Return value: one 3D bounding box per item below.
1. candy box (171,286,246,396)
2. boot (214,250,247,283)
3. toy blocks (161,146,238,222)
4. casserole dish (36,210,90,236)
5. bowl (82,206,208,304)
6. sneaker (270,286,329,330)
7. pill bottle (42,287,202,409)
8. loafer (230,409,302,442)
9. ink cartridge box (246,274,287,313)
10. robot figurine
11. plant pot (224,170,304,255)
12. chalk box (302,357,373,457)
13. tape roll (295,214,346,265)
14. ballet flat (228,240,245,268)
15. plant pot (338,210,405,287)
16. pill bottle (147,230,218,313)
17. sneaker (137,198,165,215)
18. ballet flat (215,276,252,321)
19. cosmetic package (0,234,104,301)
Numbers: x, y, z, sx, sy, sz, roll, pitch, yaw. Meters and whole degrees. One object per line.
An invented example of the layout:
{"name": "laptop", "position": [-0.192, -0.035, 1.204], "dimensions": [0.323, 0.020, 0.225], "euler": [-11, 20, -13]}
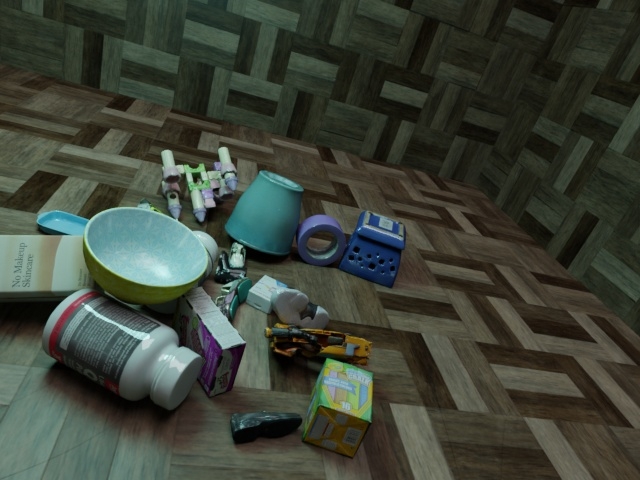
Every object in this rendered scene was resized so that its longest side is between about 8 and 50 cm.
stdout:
{"name": "candy box", "position": [-0.291, 0.249, 1.155], "dimensions": [0.071, 0.159, 0.233], "euler": [-5, 35, -42]}
{"name": "boot", "position": [-0.294, 0.095, 1.531], "dimensions": [0.099, 0.045, 0.121], "euler": [8, 59, -4]}
{"name": "toy blocks", "position": [-0.485, -0.180, 1.842], "dimensions": [0.289, 0.309, 0.260], "euler": [-9, 69, -25]}
{"name": "casserole dish", "position": [-0.825, -0.043, 1.498], "dimensions": [0.188, 0.037, 0.114], "euler": [19, 26, -3]}
{"name": "bowl", "position": [-0.442, 0.066, 1.132], "dimensions": [0.289, 0.156, 0.289], "euler": [24, 28, -14]}
{"name": "sneaker", "position": [-0.094, 0.194, 1.390], "dimensions": [0.153, 0.101, 0.268], "euler": [27, -9, 41]}
{"name": "pill bottle", "position": [-0.438, 0.249, 1.037], "dimensions": [0.319, 0.176, 0.176], "euler": [24, 27, 10]}
{"name": "loafer", "position": [-0.124, 0.415, 1.059], "dimensions": [0.170, 0.062, 0.061], "euler": [6, 24, -27]}
{"name": "ink cartridge box", "position": [-0.174, 0.175, 1.492], "dimensions": [0.089, 0.052, 0.122], "euler": [24, 28, 10]}
{"name": "robot figurine", "position": [-0.015, 0.289, 1.275], "dimensions": [0.291, 0.085, 0.211], "euler": [9, -15, -6]}
{"name": "plant pot", "position": [-0.194, -0.118, 1.750], "dimensions": [0.272, 0.255, 0.271], "euler": [22, 14, -6]}
{"name": "chalk box", "position": [0.048, 0.392, 1.136], "dimensions": [0.132, 0.132, 0.213], "euler": [18, 25, -2]}
{"name": "tape roll", "position": [0.000, 0.000, 1.788], "dimensions": [0.189, 0.189, 0.080], "euler": [11, 27, -16]}
{"name": "ballet flat", "position": [-0.296, 0.060, 1.618], "dimensions": [0.070, 0.070, 0.188], "euler": [11, 28, -15]}
{"name": "plant pot", "position": [0.227, 0.020, 1.874], "dimensions": [0.236, 0.212, 0.236], "euler": [19, 27, 3]}
{"name": "pill bottle", "position": [-0.419, 0.084, 1.382], "dimensions": [0.162, 0.162, 0.278], "euler": [19, 26, 0]}
{"name": "sneaker", "position": [-0.564, -0.038, 1.488], "dimensions": [0.145, 0.147, 0.385], "euler": [41, -9, -17]}
{"name": "ballet flat", "position": [-0.278, 0.176, 1.413], "dimensions": [0.079, 0.077, 0.221], "euler": [2, 25, 9]}
{"name": "cosmetic package", "position": [-0.703, 0.071, 1.140], "dimensions": [0.296, 0.129, 0.153], "euler": [-1, 73, -14]}
